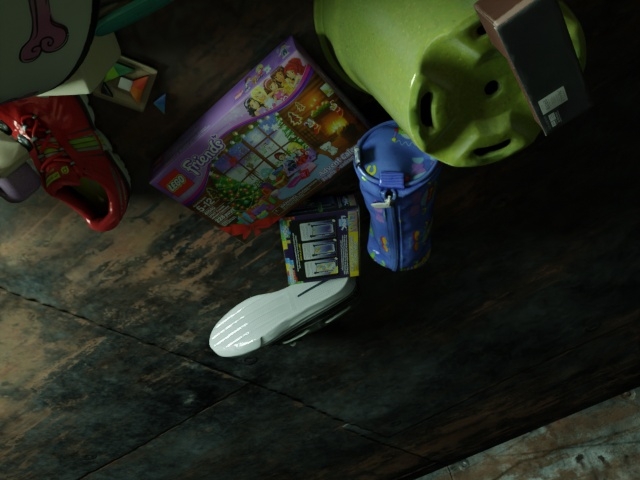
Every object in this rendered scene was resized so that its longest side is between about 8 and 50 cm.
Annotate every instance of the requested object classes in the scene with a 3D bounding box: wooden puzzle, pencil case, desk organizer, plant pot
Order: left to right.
[{"bbox_3d":[-0.261,-0.209,0.640,0.116,0.014,0.078,10,132,-23],"label":"wooden puzzle"},{"bbox_3d":[0.124,-0.055,0.765,0.120,0.133,0.306,13,156,16],"label":"pencil case"},{"bbox_3d":[0.148,-0.227,0.551,0.276,0.253,0.276,-7,137,-7],"label":"plant pot"},{"bbox_3d":[0.183,-0.157,0.411,0.047,0.050,0.130,-34,133,19],"label":"desk organizer"}]

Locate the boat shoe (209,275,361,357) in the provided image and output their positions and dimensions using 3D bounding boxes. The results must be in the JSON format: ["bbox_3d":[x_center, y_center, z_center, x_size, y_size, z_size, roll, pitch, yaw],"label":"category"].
[{"bbox_3d":[-0.064,0.167,0.997,0.335,0.121,0.119,-25,131,9],"label":"boat shoe"}]

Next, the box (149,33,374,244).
[{"bbox_3d":[-0.083,-0.132,0.731,0.293,0.057,0.201,-35,132,21],"label":"box"}]

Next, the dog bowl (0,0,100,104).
[{"bbox_3d":[-0.386,-0.254,0.344,0.408,0.150,0.407,14,139,12],"label":"dog bowl"}]

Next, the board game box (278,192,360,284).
[{"bbox_3d":[0.000,0.000,0.883,0.141,0.048,0.170,-8,132,-4],"label":"board game box"}]

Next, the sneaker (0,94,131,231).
[{"bbox_3d":[-0.341,-0.121,0.635,0.107,0.118,0.279,-21,136,6],"label":"sneaker"}]

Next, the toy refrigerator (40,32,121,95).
[{"bbox_3d":[-0.305,-0.289,0.473,0.094,0.102,0.269,0,137,5],"label":"toy refrigerator"}]

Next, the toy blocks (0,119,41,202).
[{"bbox_3d":[-0.547,-0.032,0.589,0.289,0.309,0.260,37,152,0],"label":"toy blocks"}]

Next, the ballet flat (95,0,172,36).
[{"bbox_3d":[-0.133,-0.305,0.499,0.281,0.095,0.096,-28,107,-17],"label":"ballet flat"}]
